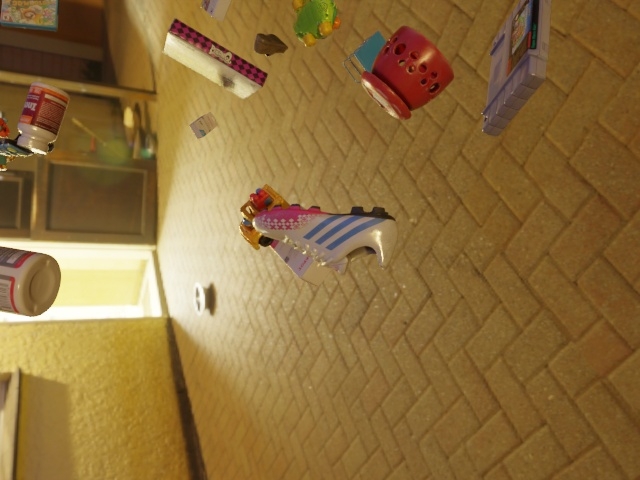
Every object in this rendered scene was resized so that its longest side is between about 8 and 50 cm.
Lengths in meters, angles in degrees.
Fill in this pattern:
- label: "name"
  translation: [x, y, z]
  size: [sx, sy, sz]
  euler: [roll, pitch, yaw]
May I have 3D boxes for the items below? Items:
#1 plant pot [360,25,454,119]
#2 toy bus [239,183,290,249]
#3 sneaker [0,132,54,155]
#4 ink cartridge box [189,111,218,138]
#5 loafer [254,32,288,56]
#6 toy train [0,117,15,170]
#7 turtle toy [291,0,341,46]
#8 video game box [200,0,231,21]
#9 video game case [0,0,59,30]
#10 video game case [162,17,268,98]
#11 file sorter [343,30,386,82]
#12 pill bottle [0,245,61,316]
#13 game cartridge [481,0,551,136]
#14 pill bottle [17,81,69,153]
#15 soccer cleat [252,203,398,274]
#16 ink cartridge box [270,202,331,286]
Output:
- label: "plant pot"
  translation: [0.216, -0.415, 1.379]
  size: [0.174, 0.191, 0.191]
  euler: [-48, 38, 7]
- label: "toy bus"
  translation: [-0.226, -0.102, 2.031]
  size: [0.220, 0.211, 0.149]
  euler: [-43, 58, -5]
- label: "sneaker"
  translation: [-0.730, -0.249, 1.335]
  size: [0.188, 0.067, 0.078]
  euler: [-71, -17, -73]
- label: "ink cartridge box"
  translation: [-0.348, -0.345, 1.617]
  size: [0.028, 0.083, 0.048]
  euler: [-9, 120, 35]
- label: "loafer"
  translation: [-0.143, -0.543, 1.508]
  size: [0.056, 0.148, 0.050]
  euler: [47, 117, 12]
- label: "toy train"
  translation: [-0.909, -0.268, 1.511]
  size: [0.166, 0.046, 0.125]
  euler: [-97, -6, -48]
- label: "turtle toy"
  translation: [-0.010, -0.424, 1.040]
  size: [0.130, 0.066, 0.095]
  euler: [-14, 95, 51]
- label: "video game box"
  translation: [-0.327, -0.850, 1.796]
  size: [0.205, 0.048, 0.187]
  euler: [-61, 38, 21]
- label: "video game case"
  translation: [-0.692, -0.580, 1.292]
  size: [0.015, 0.119, 0.166]
  euler: [129, 138, -65]
- label: "video game case"
  translation: [-0.253, -0.419, 1.276]
  size: [0.041, 0.232, 0.210]
  euler: [-65, 20, -3]
- label: "file sorter"
  translation: [0.192, -0.739, 2.189]
  size: [0.170, 0.118, 0.105]
  euler: [-50, 23, -25]
- label: "pill bottle"
  translation: [-0.815, 0.090, 1.336]
  size: [0.161, 0.284, 0.161]
  euler: [9, -90, -82]
- label: "game cartridge"
  translation: [0.494, -0.468, 1.367]
  size: [0.230, 0.068, 0.354]
  euler: [108, 178, -61]
- label: "pill bottle"
  translation: [-0.655, -0.286, 1.268]
  size: [0.086, 0.086, 0.151]
  euler: [3, 77, 62]
- label: "soccer cleat"
  translation: [0.000, 0.000, 1.162]
  size: [0.332, 0.116, 0.143]
  euler: [2, 81, 20]
- label: "ink cartridge box"
  translation: [-0.053, 0.017, 2.092]
  size: [0.207, 0.117, 0.283]
  euler: [-53, 44, 6]
